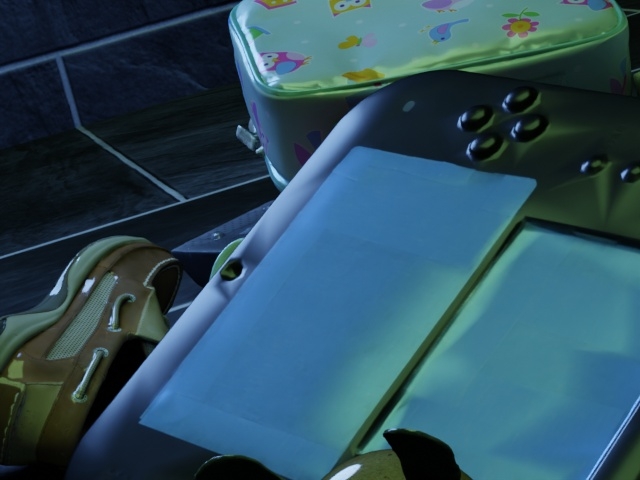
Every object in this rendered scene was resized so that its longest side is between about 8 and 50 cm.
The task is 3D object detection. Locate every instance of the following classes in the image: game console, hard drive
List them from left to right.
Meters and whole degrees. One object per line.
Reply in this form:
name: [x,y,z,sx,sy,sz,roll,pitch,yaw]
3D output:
hard drive: [0.000,0.000,1.639,0.254,0.054,0.172,-2,18,42]
game console: [0.065,0.057,0.938,0.342,0.060,0.386,11,54,45]

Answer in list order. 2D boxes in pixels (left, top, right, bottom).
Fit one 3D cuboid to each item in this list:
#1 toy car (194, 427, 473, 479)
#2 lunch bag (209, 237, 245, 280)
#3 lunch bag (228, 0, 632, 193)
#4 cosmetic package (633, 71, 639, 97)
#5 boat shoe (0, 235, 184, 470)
toy car: [0.033,0.144,0.682,0.155,0.188,0.149,-13,39,19]
lunch bag: [0.051,0.056,1.147,0.223,0.160,0.262,-3,22,25]
lunch bag: [0.074,-0.121,1.230,0.279,0.108,0.224,-13,33,-5]
cosmetic package: [0.353,-0.022,1.068,0.155,0.197,0.365,-18,12,-12]
boat shoe: [-0.174,0.097,1.348,0.119,0.123,0.324,21,26,11]
